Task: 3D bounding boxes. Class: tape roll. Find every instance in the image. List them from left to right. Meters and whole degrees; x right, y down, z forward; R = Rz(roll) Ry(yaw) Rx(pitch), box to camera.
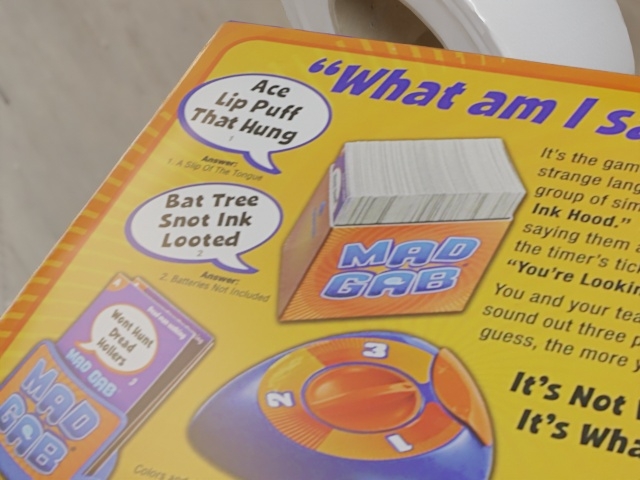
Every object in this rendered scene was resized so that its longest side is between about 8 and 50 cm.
[{"bbox_3d":[0.091,-0.158,1.262,0.286,0.100,0.286,42,160,19],"label":"tape roll"}]

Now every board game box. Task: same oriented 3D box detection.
[{"bbox_3d":[0.071,0.171,0.720,0.356,0.356,0.356,11,138,25],"label":"board game box"}]
